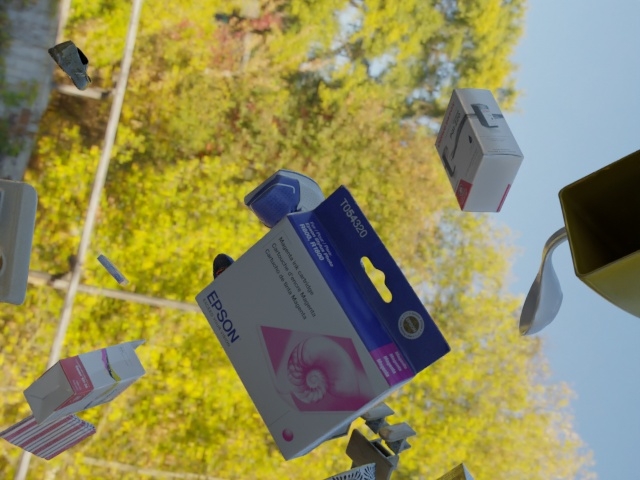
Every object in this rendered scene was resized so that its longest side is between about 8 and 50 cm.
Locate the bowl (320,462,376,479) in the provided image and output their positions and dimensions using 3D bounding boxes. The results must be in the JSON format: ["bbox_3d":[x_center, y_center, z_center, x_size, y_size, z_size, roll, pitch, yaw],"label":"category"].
[{"bbox_3d":[0.053,0.547,1.783,0.170,0.170,0.080,118,-44,-62],"label":"bowl"}]

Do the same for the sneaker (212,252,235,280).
[{"bbox_3d":[-0.239,0.126,2.156,0.087,0.083,0.221,77,-3,-62],"label":"sneaker"}]

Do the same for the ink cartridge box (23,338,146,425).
[{"bbox_3d":[-0.379,0.234,1.388,0.115,0.067,0.198,-38,165,29],"label":"ink cartridge box"}]

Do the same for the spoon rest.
[{"bbox_3d":[0.437,0.069,1.560,0.137,0.084,0.276,-65,180,-53],"label":"spoon rest"}]

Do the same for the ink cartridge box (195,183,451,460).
[{"bbox_3d":[-0.012,0.131,1.320,0.330,0.071,0.324,-42,-110,26],"label":"ink cartridge box"}]

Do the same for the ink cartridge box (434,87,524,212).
[{"bbox_3d":[0.320,-0.187,1.694,0.158,0.092,0.217,104,-18,-44],"label":"ink cartridge box"}]

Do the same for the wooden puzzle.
[{"bbox_3d":[-0.798,-0.030,1.778,0.080,0.348,0.322,-51,-144,46],"label":"wooden puzzle"}]

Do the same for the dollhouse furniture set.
[{"bbox_3d":[0.063,0.475,1.895,0.242,0.161,0.212,38,-59,42],"label":"dollhouse furniture set"}]

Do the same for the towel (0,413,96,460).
[{"bbox_3d":[-0.627,0.441,1.908,0.029,0.144,0.197,60,1,36],"label":"towel"}]

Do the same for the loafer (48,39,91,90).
[{"bbox_3d":[-0.446,-0.319,1.507,0.050,0.056,0.148,-36,173,-4],"label":"loafer"}]

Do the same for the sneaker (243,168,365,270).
[{"bbox_3d":[0.001,0.001,1.665,0.127,0.315,0.182,-40,-142,14],"label":"sneaker"}]

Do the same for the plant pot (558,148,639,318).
[{"bbox_3d":[0.513,-0.001,1.252,0.212,0.187,0.212,-29,-147,27],"label":"plant pot"}]

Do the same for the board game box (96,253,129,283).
[{"bbox_3d":[-0.538,0.078,2.147,0.020,0.090,0.090,-42,178,-6],"label":"board game box"}]

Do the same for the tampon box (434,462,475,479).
[{"bbox_3d":[0.264,0.510,1.551,0.101,0.120,0.161,-35,173,4],"label":"tampon box"}]
